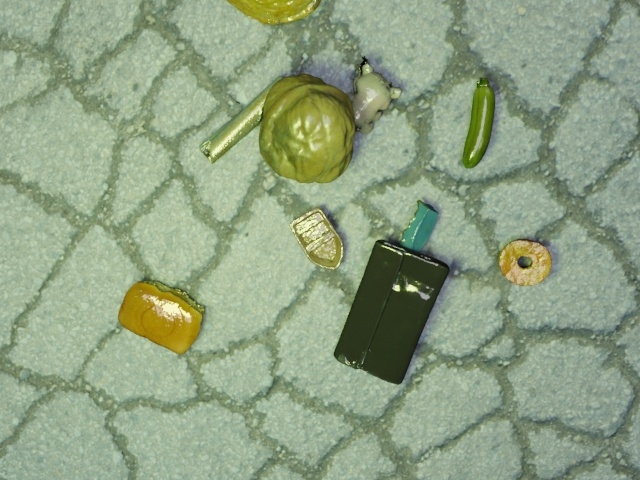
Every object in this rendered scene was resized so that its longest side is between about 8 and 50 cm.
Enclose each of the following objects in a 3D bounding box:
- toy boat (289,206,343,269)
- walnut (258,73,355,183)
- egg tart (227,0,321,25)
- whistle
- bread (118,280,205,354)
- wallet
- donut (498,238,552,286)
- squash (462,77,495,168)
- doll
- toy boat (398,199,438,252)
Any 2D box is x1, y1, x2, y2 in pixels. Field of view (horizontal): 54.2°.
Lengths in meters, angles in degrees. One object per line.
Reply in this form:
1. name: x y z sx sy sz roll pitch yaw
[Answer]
1. toy boat: 0.000 0.000 1.845 0.116 0.061 0.188 -31 97 5
2. walnut: -0.034 -0.293 1.676 0.253 0.282 0.277 4 133 3
3. egg tart: -0.118 -0.754 1.678 0.352 0.153 0.339 2 103 2
4. whistle: -0.211 -0.346 1.794 0.326 0.057 0.068 -39 94 8
5. bread: -0.471 0.223 1.866 0.245 0.121 0.174 28 98 -5
6. wallet: 0.203 0.215 1.839 0.228 0.062 0.406 20 108 4
7. donut: 0.598 0.062 1.842 0.152 0.058 0.152 0 99 2
8. squash: 0.455 -0.330 1.775 0.069 0.069 0.258 9 100 0
9. doll: 0.128 -0.397 1.759 0.149 0.095 0.192 34 102 -2
10. toy boat: 0.272 -0.028 1.834 0.075 0.077 0.185 14 103 -43
